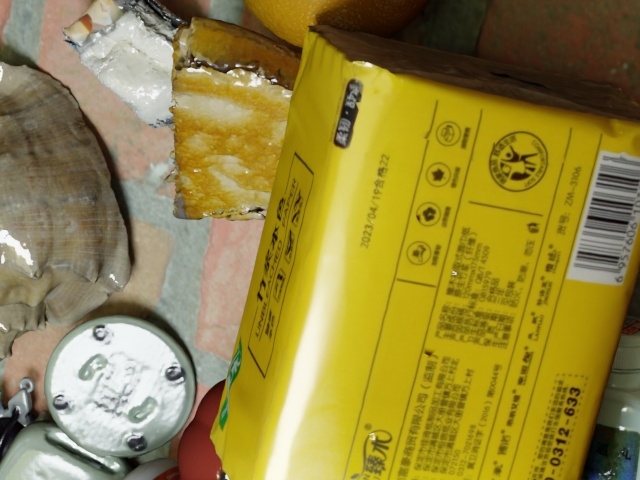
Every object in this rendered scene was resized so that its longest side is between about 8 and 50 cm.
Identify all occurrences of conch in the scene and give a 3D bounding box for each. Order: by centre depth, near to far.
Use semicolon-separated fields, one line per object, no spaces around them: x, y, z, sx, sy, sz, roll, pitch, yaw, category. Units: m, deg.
-0.329;-0.015;1.794;0.263;0.186;0.324;1;107;11;conch

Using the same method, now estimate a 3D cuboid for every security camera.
-0.243;0.208;1.856;0.157;0.080;0.301;29;105;-5;security camera

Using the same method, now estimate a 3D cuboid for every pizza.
-0.025;-0.090;1.627;0.251;0.074;0.287;16;151;1;pizza

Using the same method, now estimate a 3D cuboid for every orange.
0.019;-0.263;1.511;0.206;0.206;0.206;9;108;27;orange

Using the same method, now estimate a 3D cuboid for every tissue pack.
0.096;0.040;1.451;0.293;0.228;0.382;10;102;-15;tissue pack

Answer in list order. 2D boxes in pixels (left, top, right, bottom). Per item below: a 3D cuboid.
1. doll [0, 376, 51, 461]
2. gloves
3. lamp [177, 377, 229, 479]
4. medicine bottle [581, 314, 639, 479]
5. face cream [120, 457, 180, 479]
-0.349;0.237;1.928;0.096;0.070;0.195;23;108;7;doll
-0.170;-0.186;1.708;0.153;0.070;0.114;45;113;3;gloves
-0.026;0.222;1.672;0.227;0.227;0.227;9;108;27;lamp
0.257;0.182;1.565;0.121;0.083;0.229;15;112;33;medicine bottle
-0.151;0.349;1.774;0.187;0.201;0.201;38;119;15;face cream
